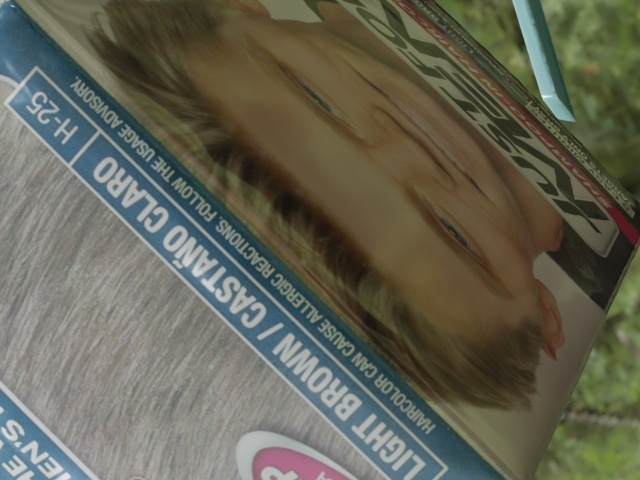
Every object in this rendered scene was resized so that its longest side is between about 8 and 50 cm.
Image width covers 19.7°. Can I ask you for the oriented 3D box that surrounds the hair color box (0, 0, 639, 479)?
[{"bbox_3d":[0.000,0.000,0.597,0.174,0.105,0.347,44,-161,3],"label":"hair color box"}]

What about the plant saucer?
[{"bbox_3d":[0.195,-0.200,1.692,0.067,0.018,0.192,37,-143,-61],"label":"plant saucer"}]
